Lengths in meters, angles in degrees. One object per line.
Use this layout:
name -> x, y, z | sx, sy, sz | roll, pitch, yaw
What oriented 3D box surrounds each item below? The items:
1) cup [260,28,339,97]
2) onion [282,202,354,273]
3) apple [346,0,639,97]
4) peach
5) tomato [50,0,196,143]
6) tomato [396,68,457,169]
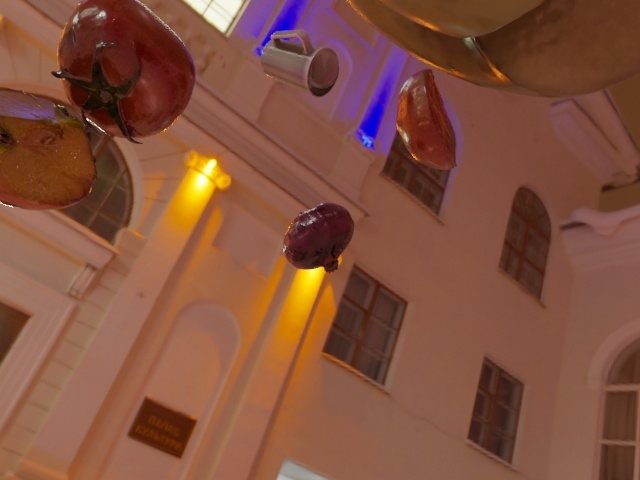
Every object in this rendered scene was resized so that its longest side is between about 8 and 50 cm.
cup -> -0.036, -0.283, 0.907 | 0.116, 0.074, 0.104 | 28, -23, 32
onion -> 0.000, 0.000, 0.861 | 0.115, 0.105, 0.115 | -21, -27, -11
apple -> 0.124, -0.234, 0.356 | 0.291, 0.254, 0.292 | 26, 8, -4
peach -> -0.319, -0.098, 0.623 | 0.118, 0.151, 0.151 | -16, -44, 31
tomato -> -0.228, -0.205, 0.699 | 0.167, 0.167, 0.167 | 16, -29, 9
tomato -> 0.151, -0.170, 0.870 | 0.069, 0.156, 0.156 | -16, -42, 20
